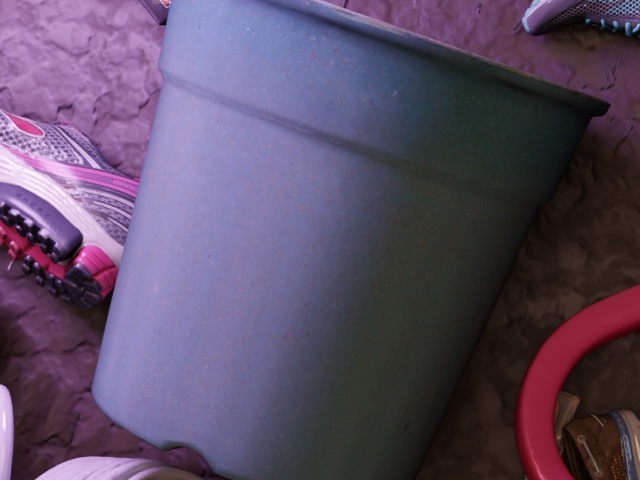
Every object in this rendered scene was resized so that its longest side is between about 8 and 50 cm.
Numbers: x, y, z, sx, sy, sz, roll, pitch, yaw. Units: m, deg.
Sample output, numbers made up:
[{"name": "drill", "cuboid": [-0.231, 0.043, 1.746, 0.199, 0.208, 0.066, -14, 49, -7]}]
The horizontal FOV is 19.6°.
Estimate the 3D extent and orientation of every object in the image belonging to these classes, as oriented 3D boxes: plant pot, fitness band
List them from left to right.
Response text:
[{"name": "plant pot", "cuboid": [0.000, 0.000, 1.372, 0.341, 0.341, 0.334, 19, 96, 12]}, {"name": "fitness band", "cuboid": [0.288, 0.125, 1.389, 0.291, 0.054, 0.209, -21, 74, -9]}]

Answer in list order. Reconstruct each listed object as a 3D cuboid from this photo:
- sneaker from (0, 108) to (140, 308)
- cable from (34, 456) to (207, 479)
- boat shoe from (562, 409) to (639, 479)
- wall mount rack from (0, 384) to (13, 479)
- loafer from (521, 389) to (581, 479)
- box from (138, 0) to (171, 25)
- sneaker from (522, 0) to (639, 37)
[{"name": "sneaker", "cuboid": [-0.260, -0.067, 1.531, 0.299, 0.121, 0.112, 38, 63, 13]}, {"name": "cable", "cuboid": [-0.160, 0.291, 1.399, 0.089, 0.257, 0.257, 4, 91, 37]}, {"name": "boat shoe", "cuboid": [0.220, 0.223, 1.418, 0.066, 0.066, 0.183, -4, 72, -12]}, {"name": "wall mount rack", "cuboid": [-0.304, 0.286, 1.384, 0.130, 0.304, 0.350, 5, 94, -17]}, {"name": "loafer", "cuboid": [0.179, 0.178, 1.449, 0.039, 0.045, 0.125, 7, 83, 4]}, {"name": "box", "cuboid": [-0.098, -0.319, 1.524, 0.231, 0.056, 0.183, -38, 93, 4]}, {"name": "sneaker", "cuboid": [0.244, -0.187, 1.466, 0.166, 0.065, 0.076, -20, 85, 10]}]
